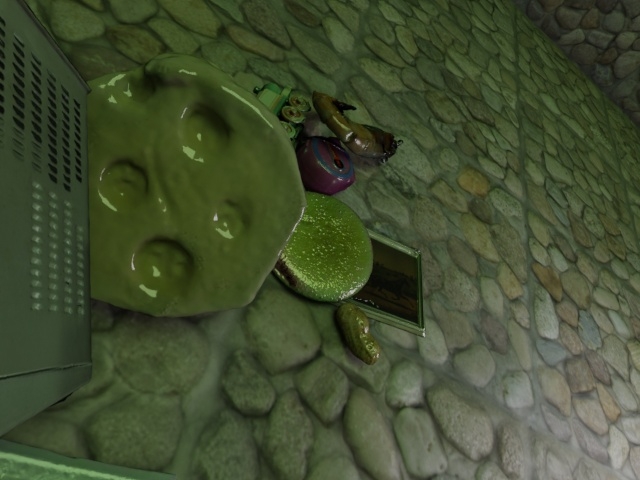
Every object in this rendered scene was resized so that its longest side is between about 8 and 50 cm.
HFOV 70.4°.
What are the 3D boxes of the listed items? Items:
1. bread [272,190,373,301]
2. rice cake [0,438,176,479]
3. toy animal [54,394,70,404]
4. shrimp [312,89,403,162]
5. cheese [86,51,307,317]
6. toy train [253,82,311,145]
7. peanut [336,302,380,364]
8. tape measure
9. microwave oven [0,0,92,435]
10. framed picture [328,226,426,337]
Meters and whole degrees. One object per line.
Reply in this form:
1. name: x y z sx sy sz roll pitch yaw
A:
1. bread: 0.000 0.000 0.807 0.229 0.033 0.228 13 57 -21
2. rice cake: -0.273 0.278 0.455 0.237 0.043 0.127 28 51 -21
3. toy animal: -0.306 0.075 0.463 0.121 0.094 0.225 -13 100 -44
4. shrimp: 0.063 -0.237 0.948 0.178 0.075 0.289 53 29 18
5. cheese: -0.183 -0.055 0.558 0.327 0.115 0.317 -16 106 -7
6. toy train: -0.093 -0.229 0.850 0.125 0.080 0.194 26 47 -7
7. peanut: 0.064 0.157 0.768 0.054 0.054 0.113 -13 71 -40
8. tape measure: 0.011 -0.146 0.885 0.125 0.074 0.118 -4 62 -43
9. microwave oven: -0.384 -0.009 0.265 0.395 0.247 0.332 -5 81 -7
10. framed picture: 0.109 0.062 0.880 0.252 0.014 0.197 23 54 -25
